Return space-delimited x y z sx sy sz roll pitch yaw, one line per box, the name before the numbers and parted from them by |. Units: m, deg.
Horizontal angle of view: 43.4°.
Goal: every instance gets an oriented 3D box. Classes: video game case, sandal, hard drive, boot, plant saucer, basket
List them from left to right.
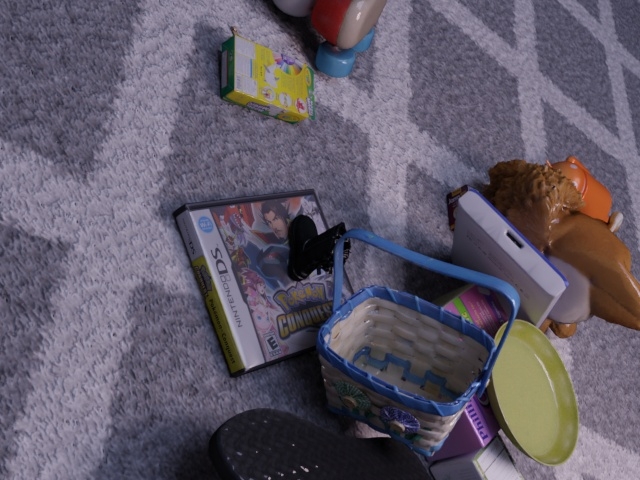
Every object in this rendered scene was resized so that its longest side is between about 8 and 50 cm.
video game case | -0.064 0.051 1.197 0.274 0.035 0.248 -11 76 -48
boot | 0.000 -0.001 1.189 0.045 0.099 0.121 31 49 -33
sandal | 0.007 0.332 1.054 0.445 0.107 0.168 27 29 -48
basket | 0.127 0.141 1.114 0.254 0.289 0.201 21 33 22
hard drive | 0.310 0.050 1.372 0.210 0.040 0.319 48 -7 18
plant saucer | 0.340 0.250 1.315 0.241 0.037 0.241 25 52 -36

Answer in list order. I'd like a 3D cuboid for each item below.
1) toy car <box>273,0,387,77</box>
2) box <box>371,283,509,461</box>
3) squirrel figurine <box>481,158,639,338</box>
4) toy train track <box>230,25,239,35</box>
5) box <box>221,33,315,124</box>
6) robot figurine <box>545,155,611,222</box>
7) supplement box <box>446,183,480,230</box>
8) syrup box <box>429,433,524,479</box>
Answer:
toy car | -0.003 -0.464 1.468 0.237 0.219 0.210 27 44 5
box | 0.230 0.208 1.345 0.243 0.117 0.214 -25 87 -49
squirrel figurine | 0.496 -0.006 1.629 0.370 0.281 0.397 -29 92 -56
toy train track | -0.129 -0.327 1.361 0.048 0.014 0.083 -18 81 -49
box | -0.082 -0.263 1.342 0.179 0.043 0.105 13 68 -38
robot figurine | 0.590 -0.101 1.875 0.219 0.158 0.128 30 10 -31
supplement box | 0.288 -0.061 1.602 0.043 0.055 0.083 22 53 -36
syrup box | 0.285 0.437 1.286 0.093 0.096 0.237 -29 91 -47
